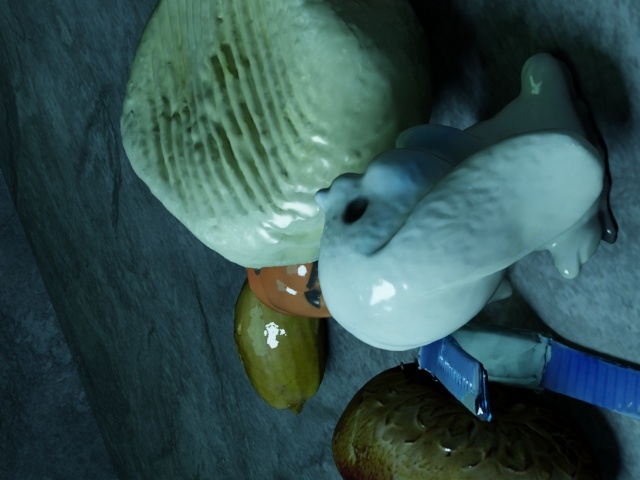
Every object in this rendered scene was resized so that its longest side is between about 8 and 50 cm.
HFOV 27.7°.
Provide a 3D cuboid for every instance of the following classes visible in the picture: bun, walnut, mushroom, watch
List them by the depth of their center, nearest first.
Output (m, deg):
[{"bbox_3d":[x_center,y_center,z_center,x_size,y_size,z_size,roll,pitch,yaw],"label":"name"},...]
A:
[{"bbox_3d":[0.173,0.125,1.192,0.274,0.276,0.068,20,98,60],"label":"watch"},{"bbox_3d":[-0.033,-0.139,1.321,0.352,0.227,0.349,-28,64,39],"label":"bun"},{"bbox_3d":[0.157,0.224,1.354,0.297,0.278,0.163,27,99,40],"label":"mushroom"},{"bbox_3d":[-0.055,0.139,1.807,0.137,0.137,0.245,32,133,50],"label":"walnut"}]

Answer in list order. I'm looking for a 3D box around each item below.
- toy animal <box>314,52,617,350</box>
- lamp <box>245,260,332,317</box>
[{"bbox_3d":[0.129,-0.011,1.145,0.174,0.289,0.249,53,174,19],"label":"toy animal"},{"bbox_3d":[0.000,0.000,1.524,0.187,0.164,0.187,-1,89,62],"label":"lamp"}]
